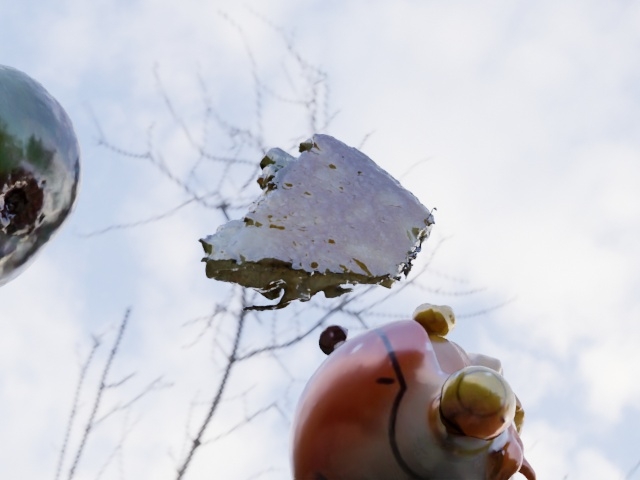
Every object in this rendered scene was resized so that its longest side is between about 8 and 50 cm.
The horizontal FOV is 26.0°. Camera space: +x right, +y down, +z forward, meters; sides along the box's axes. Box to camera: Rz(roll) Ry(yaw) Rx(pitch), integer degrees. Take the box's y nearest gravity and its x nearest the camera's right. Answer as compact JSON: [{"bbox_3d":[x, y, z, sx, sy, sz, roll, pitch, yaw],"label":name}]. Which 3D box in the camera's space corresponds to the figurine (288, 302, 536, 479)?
[{"bbox_3d":[0.065,0.199,1.124,0.196,0.323,0.320,14,-51,-1],"label":"figurine"}]

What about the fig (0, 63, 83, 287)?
[{"bbox_3d":[-0.261,-0.048,0.881,0.245,0.149,0.149,15,-62,40],"label":"fig"}]

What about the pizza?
[{"bbox_3d":[0.000,0.000,1.054,0.147,0.226,0.069,27,-54,3],"label":"pizza"}]
